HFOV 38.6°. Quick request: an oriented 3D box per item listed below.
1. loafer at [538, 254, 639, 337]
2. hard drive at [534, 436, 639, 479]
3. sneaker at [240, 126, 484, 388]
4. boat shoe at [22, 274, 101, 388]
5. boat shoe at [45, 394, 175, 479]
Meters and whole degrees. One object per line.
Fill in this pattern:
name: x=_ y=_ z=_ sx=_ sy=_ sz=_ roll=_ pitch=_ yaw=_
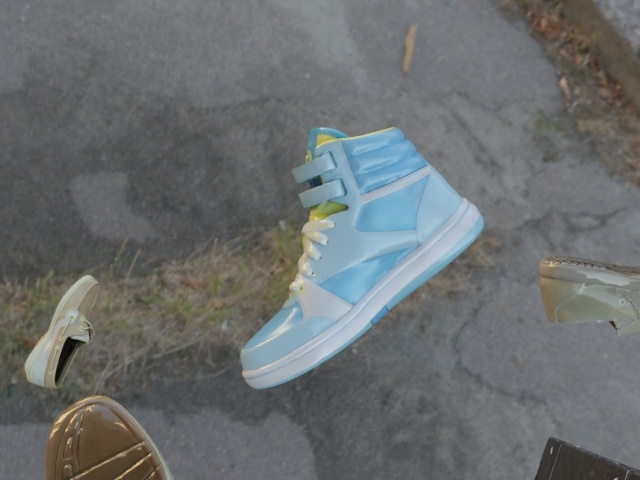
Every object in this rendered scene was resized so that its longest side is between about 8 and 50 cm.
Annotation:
loafer: x=0.413 y=0.082 z=1.190 sx=0.269 sy=0.092 sz=0.102 roll=10 pitch=12 yaw=6
hard drive: x=0.344 y=0.260 z=0.826 sx=0.237 sy=0.339 sz=0.064 roll=20 pitch=83 yaw=3
sneaker: x=0.000 y=0.000 z=1.008 sx=0.319 sy=0.127 sz=0.208 roll=-38 pitch=97 yaw=-9
boat shoe: x=-0.278 y=0.104 z=1.023 sx=0.045 sy=0.050 sz=0.135 roll=21 pitch=73 yaw=17
boat shoe: x=-0.173 y=0.317 z=0.929 sx=0.122 sy=0.110 sz=0.341 roll=-31 pitch=68 yaw=-5
